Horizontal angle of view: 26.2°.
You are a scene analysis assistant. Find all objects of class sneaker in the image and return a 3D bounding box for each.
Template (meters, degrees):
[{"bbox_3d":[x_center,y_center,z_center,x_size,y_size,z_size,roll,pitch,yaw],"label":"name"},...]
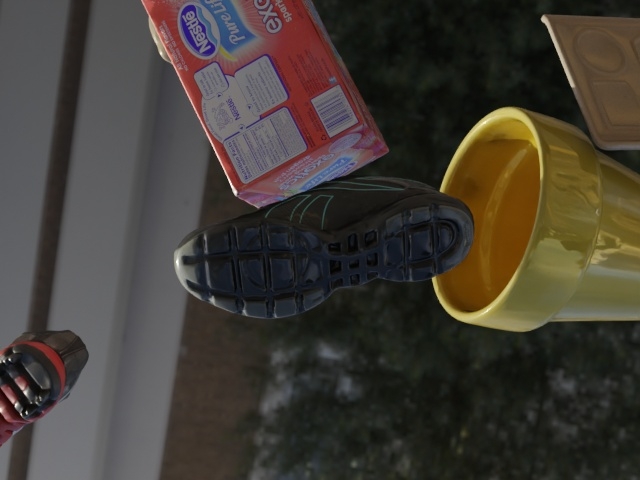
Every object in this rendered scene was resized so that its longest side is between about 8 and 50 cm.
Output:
[{"bbox_3d":[0.000,0.000,1.241,0.267,0.101,0.106,-7,-152,-9],"label":"sneaker"},{"bbox_3d":[-0.379,0.186,1.660,0.276,0.097,0.135,-33,-176,32],"label":"sneaker"}]

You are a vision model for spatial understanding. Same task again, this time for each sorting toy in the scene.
[{"bbox_3d":[0.366,-0.179,1.592,0.193,0.038,0.208,-2,-125,-25],"label":"sorting toy"}]

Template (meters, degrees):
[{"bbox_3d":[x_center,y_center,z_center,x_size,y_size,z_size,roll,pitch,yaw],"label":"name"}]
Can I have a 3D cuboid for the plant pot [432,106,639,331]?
[{"bbox_3d":[0.291,-0.006,1.617,0.239,0.254,0.254,13,-171,-21],"label":"plant pot"}]

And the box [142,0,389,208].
[{"bbox_3d":[-0.069,-0.196,1.440,0.154,0.300,0.142,-29,166,7],"label":"box"}]

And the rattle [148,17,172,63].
[{"bbox_3d":[-0.177,-0.343,1.997,0.130,0.143,0.199,19,-135,-26],"label":"rattle"}]
